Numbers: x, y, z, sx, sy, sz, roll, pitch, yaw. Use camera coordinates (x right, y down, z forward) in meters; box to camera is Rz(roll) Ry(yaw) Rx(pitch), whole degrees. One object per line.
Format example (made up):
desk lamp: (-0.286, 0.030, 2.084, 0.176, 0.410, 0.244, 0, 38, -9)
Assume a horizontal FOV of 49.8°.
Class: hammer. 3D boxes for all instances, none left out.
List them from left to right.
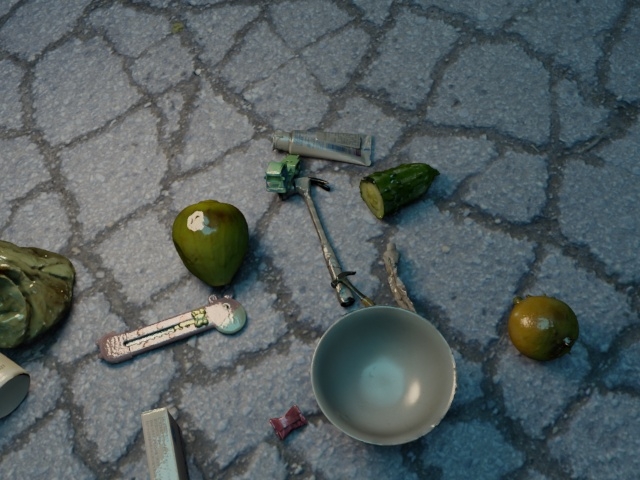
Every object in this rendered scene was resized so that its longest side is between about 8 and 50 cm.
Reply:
hammer: (0.000, -0.001, 1.938, 0.152, 0.044, 0.426, -15, 64, -7)
hammer: (0.122, 0.158, 1.835, 0.201, 0.021, 0.078, 43, 58, 8)

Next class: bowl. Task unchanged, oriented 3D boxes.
bowl: (0.150, 0.344, 1.681, 0.346, 0.157, 0.345, -1, 61, 1)

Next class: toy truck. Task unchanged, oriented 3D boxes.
toy truck: (-0.106, -0.211, 1.999, 0.067, 0.081, 0.175, 5, 37, 18)

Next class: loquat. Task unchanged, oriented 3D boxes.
loquat: (0.558, 0.213, 1.744, 0.172, 0.149, 0.204, -23, 49, -9)

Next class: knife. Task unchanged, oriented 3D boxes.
knife: (-0.395, 0.237, 1.824, 0.399, 0.038, 0.132, -19, 60, -7)

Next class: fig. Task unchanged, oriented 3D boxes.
fig: (-0.297, 0.001, 1.855, 0.207, 0.207, 0.230, -1, 61, 2)

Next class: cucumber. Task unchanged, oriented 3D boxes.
cucumber: (0.240, -0.162, 1.976, 0.245, 0.134, 0.134, -23, 63, -21)

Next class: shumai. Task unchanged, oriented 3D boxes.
shumai: (-0.806, 0.082, 1.773, 0.309, 0.263, 0.304, 33, 61, 27)

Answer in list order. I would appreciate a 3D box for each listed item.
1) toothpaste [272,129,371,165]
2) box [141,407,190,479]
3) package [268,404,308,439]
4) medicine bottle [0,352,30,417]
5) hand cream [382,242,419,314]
toothpaste: (0.006, -0.288, 2.080, 0.299, 0.073, 0.114, 6, 62, -4)
box: (-0.331, 0.571, 1.553, 0.065, 0.200, 0.343, -13, 62, -8)
package: (-0.080, 0.449, 1.706, 0.083, 0.029, 0.059, -27, 67, -22)
medicine bottle: (-0.873, 0.327, 1.735, 0.258, 0.143, 0.143, 30, 67, 17)
hand cream: (0.215, 0.114, 1.850, 0.050, 0.084, 0.256, -7, 58, -10)
